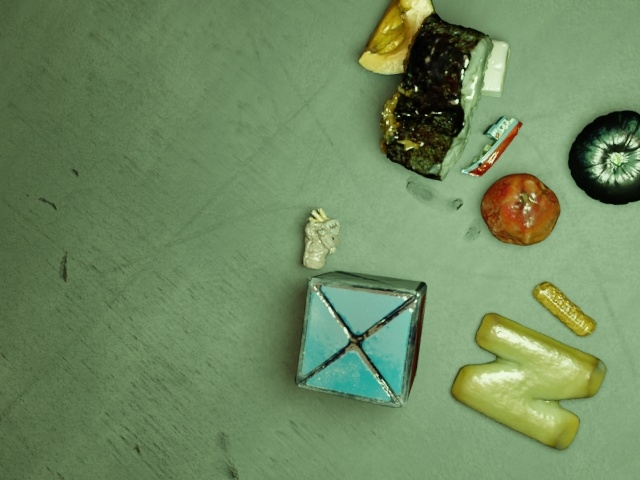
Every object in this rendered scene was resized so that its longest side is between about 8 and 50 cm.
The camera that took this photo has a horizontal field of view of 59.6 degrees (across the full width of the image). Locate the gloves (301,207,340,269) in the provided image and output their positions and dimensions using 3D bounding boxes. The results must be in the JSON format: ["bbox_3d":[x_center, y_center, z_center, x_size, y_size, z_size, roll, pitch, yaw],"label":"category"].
[{"bbox_3d":[0.001,0.001,1.396,0.094,0.110,0.144,19,124,7],"label":"gloves"}]

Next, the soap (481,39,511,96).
[{"bbox_3d":[0.346,-0.414,1.319,0.183,0.064,0.121,12,94,15],"label":"soap"}]

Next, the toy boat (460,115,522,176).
[{"bbox_3d":[0.395,-0.219,1.302,0.059,0.069,0.173,37,99,-2],"label":"toy boat"}]

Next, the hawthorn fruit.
[{"bbox_3d":[0.444,-0.065,1.238,0.174,0.179,0.173,-1,107,-5],"label":"hawthorn fruit"}]

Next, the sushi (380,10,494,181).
[{"bbox_3d":[0.241,-0.301,1.223,0.208,0.234,0.348,24,126,19],"label":"sushi"}]

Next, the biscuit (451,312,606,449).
[{"bbox_3d":[0.473,0.322,1.285,0.291,0.062,0.236,26,97,15],"label":"biscuit"}]

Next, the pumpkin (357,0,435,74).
[{"bbox_3d":[0.214,-0.505,1.339,0.149,0.130,0.254,32,112,-4],"label":"pumpkin"}]

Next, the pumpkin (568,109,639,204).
[{"bbox_3d":[0.640,-0.176,1.201,0.202,0.140,0.201,6,103,28],"label":"pumpkin"}]

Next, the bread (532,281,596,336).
[{"bbox_3d":[0.555,0.156,1.271,0.157,0.044,0.052,43,95,11],"label":"bread"}]

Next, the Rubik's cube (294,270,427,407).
[{"bbox_3d":[0.099,0.213,1.285,0.260,0.255,0.259,5,91,15],"label":"Rubik's cube"}]
